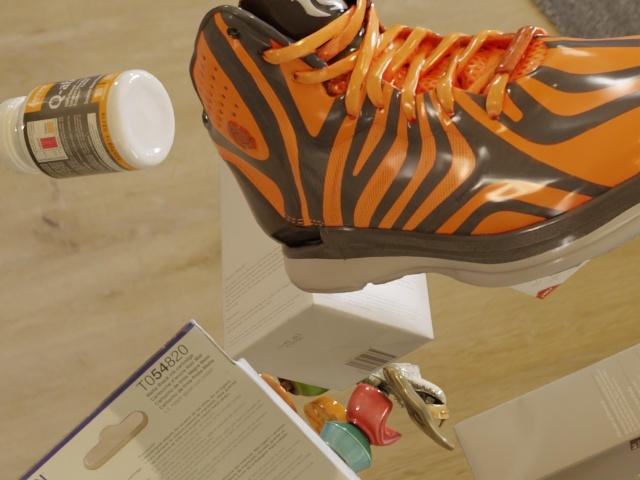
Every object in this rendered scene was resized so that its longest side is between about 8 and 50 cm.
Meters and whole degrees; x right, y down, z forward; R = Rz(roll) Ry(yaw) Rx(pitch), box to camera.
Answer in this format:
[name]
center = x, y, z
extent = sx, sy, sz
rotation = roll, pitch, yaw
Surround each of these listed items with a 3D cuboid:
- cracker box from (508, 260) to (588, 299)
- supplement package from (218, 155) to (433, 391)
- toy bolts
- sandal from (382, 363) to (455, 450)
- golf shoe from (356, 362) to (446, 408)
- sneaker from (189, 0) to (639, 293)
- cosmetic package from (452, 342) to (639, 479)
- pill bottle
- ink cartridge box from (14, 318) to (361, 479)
[cracker box]
center = 0.354, 0.009, 1.898
extent = 0.232, 0.156, 0.067
rotation = 18, 38, -41
[supplement package]
center = 0.000, 0.000, 1.312
extent = 0.175, 0.177, 0.292
rotation = 18, 54, -33
[toy bolts]
center = -0.008, 0.289, 1.621
extent = 0.229, 0.218, 0.158
rotation = 21, 53, 42
[sandal]
center = 0.149, 0.232, 1.567
extent = 0.049, 0.072, 0.180
rotation = -39, 117, -10
[golf shoe]
center = 0.137, 0.218, 1.739
extent = 0.086, 0.176, 0.069
rotation = -36, 121, -35
[sneaker]
center = 0.043, -0.075, 0.541
extent = 0.180, 0.321, 0.124
rotation = 54, 49, -18
[cosmetic package]
center = 0.273, 0.212, 1.189
extent = 0.238, 0.127, 0.107
rotation = -28, 55, 4
[pill bottle]
center = -0.392, -0.185, 1.827
extent = 0.279, 0.162, 0.162
rotation = -4, 71, 27
[ink cartridge box]
center = -0.108, 0.207, 0.896
extent = 0.223, 0.045, 0.224
rotation = -42, 105, -1
